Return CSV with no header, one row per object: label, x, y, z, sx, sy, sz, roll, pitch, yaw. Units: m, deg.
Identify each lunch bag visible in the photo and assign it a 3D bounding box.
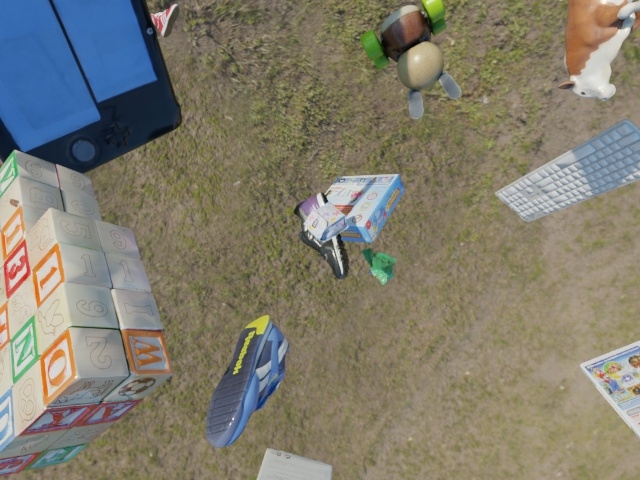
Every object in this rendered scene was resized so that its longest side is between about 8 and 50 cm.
lunch bag,0.011,-0.042,0.958,0.083,0.071,0.053,-33,137,-11

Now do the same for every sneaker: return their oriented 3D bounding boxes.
sneaker,0.000,0.000,1.293,0.124,0.284,0.107,-22,163,12
sneaker,-0.068,0.148,0.429,0.053,0.144,0.059,-21,120,34
sneaker,-0.481,-0.695,1.264,0.067,0.042,0.118,48,133,-6

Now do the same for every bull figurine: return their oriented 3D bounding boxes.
bull figurine,0.510,-0.415,0.725,0.101,0.188,0.311,1,85,-17

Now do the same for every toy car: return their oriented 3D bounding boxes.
toy car,0.192,-0.343,0.801,0.154,0.149,0.189,-25,91,21

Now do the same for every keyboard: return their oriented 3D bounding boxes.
keyboard,0.330,-0.079,0.552,0.072,0.256,0.014,37,77,1

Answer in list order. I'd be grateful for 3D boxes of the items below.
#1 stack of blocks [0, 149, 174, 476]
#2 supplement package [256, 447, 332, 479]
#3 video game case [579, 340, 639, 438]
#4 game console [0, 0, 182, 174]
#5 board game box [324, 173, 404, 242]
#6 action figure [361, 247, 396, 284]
stack of blocks,-0.275,0.048,0.420,0.171,0.297,0.087,-41,149,17
supplement package,-0.049,0.381,0.530,0.105,0.179,0.105,14,101,3
video game case,0.396,0.184,0.497,0.087,0.122,0.011,-25,125,6
game console,-0.423,-0.310,0.683,0.342,0.060,0.387,-37,139,-32
board game box,0.132,-0.135,1.636,0.302,0.308,0.086,-54,131,-30
action figure,0.216,0.099,1.468,0.137,0.232,0.064,9,107,0
